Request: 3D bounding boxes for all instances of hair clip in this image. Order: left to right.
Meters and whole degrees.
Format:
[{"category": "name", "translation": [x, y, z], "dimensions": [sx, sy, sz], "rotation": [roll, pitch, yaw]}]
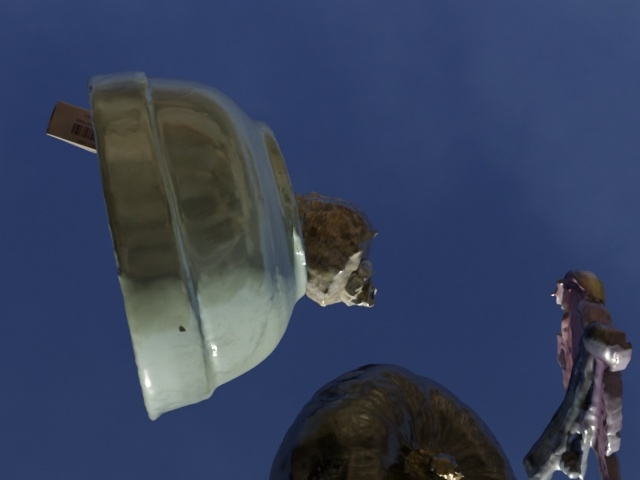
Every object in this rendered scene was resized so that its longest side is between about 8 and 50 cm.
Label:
[{"category": "hair clip", "translation": [0.198, 0.111, 0.732], "dimensions": [0.056, 0.187, 0.146], "rotation": [3, -152, -3]}]

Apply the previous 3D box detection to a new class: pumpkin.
[{"category": "pumpkin", "translation": [0.089, 0.257, 1.164], "dimensions": [0.324, 0.242, 0.232], "rotation": [11, -122, -33]}]

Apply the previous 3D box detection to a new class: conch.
[{"category": "conch", "translation": [0.015, -0.005, 1.671], "dimensions": [0.159, 0.210, 0.291], "rotation": [-30, -107, 4]}]

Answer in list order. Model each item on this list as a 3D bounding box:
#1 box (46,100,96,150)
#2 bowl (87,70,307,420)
[{"category": "box", "translation": [-0.291, -0.150, 1.575], "dimensions": [0.260, 0.175, 0.062], "rotation": [19, -90, 9]}, {"category": "bowl", "translation": [-0.110, -0.009, 0.865], "dimensions": [0.163, 0.307, 0.307], "rotation": [-13, -127, -9]}]
